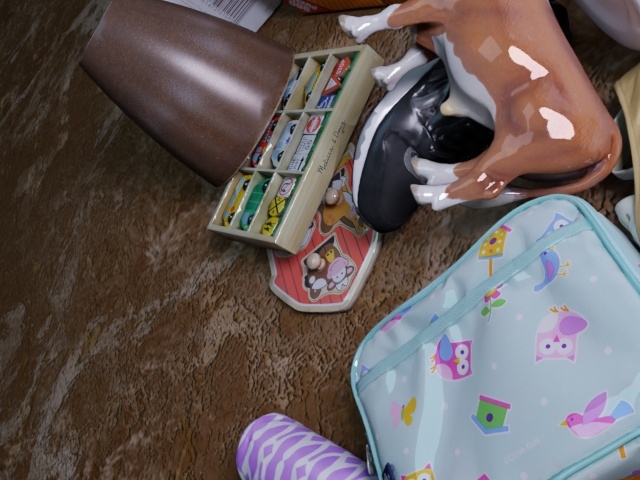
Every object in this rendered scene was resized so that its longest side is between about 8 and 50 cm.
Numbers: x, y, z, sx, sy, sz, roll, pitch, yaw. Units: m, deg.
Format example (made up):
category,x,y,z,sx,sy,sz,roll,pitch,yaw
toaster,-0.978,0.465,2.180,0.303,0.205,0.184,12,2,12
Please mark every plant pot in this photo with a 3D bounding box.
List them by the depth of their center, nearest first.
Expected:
category,x,y,z,sx,sy,sz,roll,pitch,yaw
plant pot,-0.188,-0.218,0.967,0.215,0.230,0.215,-48,25,32

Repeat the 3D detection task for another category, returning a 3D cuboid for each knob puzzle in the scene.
category,x,y,z,sx,sy,sz,roll,pitch,yaw
knob puzzle,0.000,0.000,0.860,0.213,0.030,0.213,-23,56,37

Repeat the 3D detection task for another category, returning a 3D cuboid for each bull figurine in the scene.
category,x,y,z,sx,sy,sz,roll,pitch,yaw
bull figurine,0.135,-0.167,0.641,0.188,0.101,0.311,-26,64,16

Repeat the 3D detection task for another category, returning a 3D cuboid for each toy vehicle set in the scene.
category,x,y,z,sx,sy,sz,roll,pitch,yaw
toy vehicle set,-0.035,-0.117,0.921,0.166,0.035,0.267,9,72,52

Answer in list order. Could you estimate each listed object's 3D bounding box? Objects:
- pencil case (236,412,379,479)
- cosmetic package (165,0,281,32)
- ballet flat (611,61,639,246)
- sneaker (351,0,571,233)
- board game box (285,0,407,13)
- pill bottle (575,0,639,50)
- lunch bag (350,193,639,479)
category,x,y,z,sx,sy,sz,roll,pitch,yaw
pencil case,0.001,0.239,0.704,0.206,0.086,0.088,19,108,50
cosmetic package,-0.183,-0.405,1.161,0.151,0.151,0.184,-44,44,23
ballet flat,0.268,-0.047,0.577,0.073,0.080,0.232,-26,44,47
sneaker,0.138,-0.124,0.726,0.124,0.107,0.283,34,97,43
board game box,0.030,-0.521,0.838,0.356,0.356,0.357,14,81,48
pill bottle,0.315,-0.279,0.575,0.245,0.136,0.136,-39,45,9
lunch bag,0.150,0.111,0.588,0.279,0.107,0.224,-42,46,24
